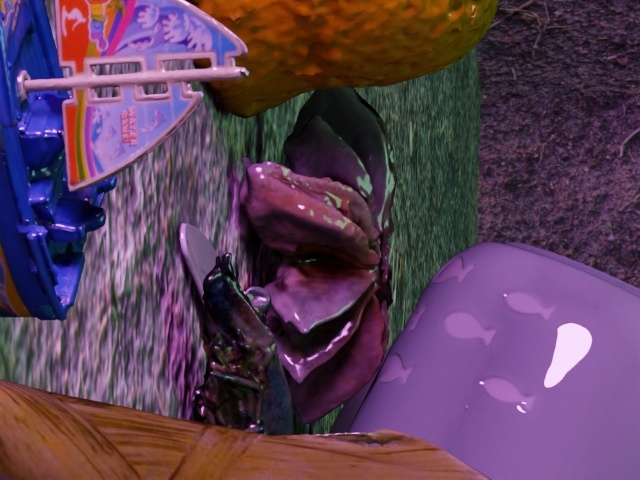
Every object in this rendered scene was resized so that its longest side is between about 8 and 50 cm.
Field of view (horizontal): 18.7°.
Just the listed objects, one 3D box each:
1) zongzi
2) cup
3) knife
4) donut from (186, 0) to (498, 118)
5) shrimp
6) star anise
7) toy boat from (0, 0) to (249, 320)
[{"bbox_3d":[-0.027,0.081,0.629,0.094,0.205,0.204,-98,176,-46],"label":"zongzi"},{"bbox_3d":[0.120,0.152,1.341,0.356,0.259,0.274,20,-98,58],"label":"cup"},{"bbox_3d":[-0.050,0.063,1.116,0.244,0.032,0.058,75,18,-45],"label":"knife"},{"bbox_3d":[0.015,-0.308,1.116,0.378,0.163,0.435,71,20,-62],"label":"donut"},{"bbox_3d":[-0.046,0.145,1.009,0.198,0.051,0.262,-83,175,-46],"label":"shrimp"},{"bbox_3d":[0.000,0.000,1.261,0.236,0.093,0.229,44,50,-73],"label":"star anise"},{"bbox_3d":[-0.076,-0.055,0.620,0.091,0.110,0.175,-82,166,-51],"label":"toy boat"}]
